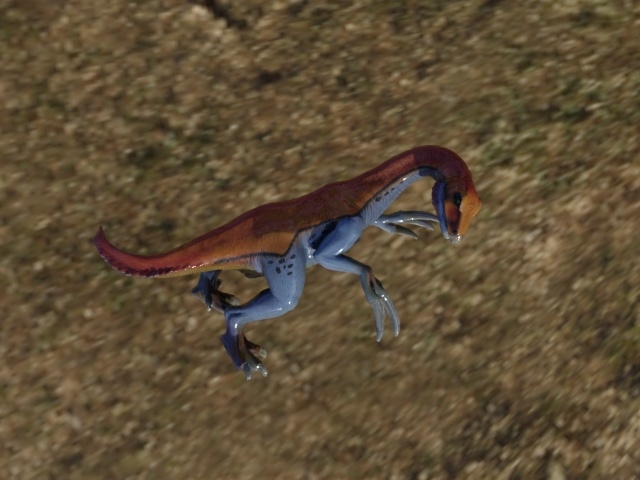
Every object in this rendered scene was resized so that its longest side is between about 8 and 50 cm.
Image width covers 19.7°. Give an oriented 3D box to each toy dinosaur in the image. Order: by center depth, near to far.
[{"bbox_3d":[0.000,0.000,0.502,0.082,0.090,0.047,-48,39,25],"label":"toy dinosaur"}]
